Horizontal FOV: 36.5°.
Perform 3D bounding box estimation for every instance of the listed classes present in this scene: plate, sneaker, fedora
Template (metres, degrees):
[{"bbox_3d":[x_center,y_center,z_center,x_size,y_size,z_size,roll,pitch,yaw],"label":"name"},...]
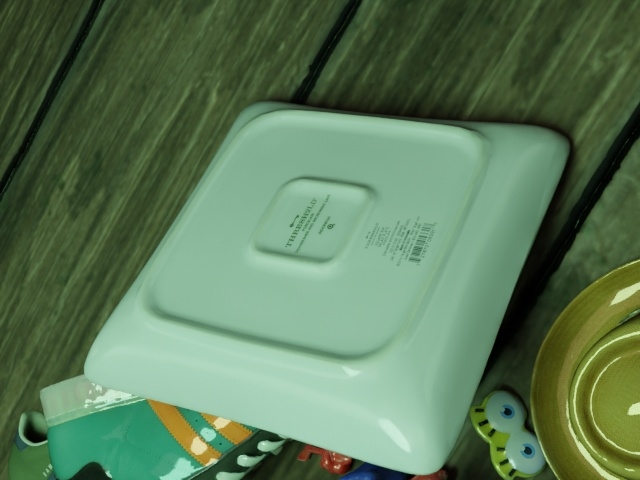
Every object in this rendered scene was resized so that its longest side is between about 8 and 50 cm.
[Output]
[{"bbox_3d":[0.000,0.000,0.666,0.277,0.045,0.277,10,55,29],"label":"plate"},{"bbox_3d":[-0.190,0.185,0.810,0.192,0.064,0.086,-1,86,31],"label":"sneaker"},{"bbox_3d":[0.216,0.094,0.593,0.194,0.079,0.195,-4,81,27],"label":"fedora"},{"bbox_3d":[-0.062,0.133,0.717,0.302,0.108,0.121,-17,80,16],"label":"sneaker"}]

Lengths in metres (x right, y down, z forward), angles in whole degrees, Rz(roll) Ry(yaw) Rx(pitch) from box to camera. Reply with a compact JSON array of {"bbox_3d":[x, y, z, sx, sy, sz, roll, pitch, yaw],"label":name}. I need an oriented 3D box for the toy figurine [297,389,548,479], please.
[{"bbox_3d":[0.053,0.263,0.580,0.191,0.217,0.363,-23,72,24],"label":"toy figurine"}]
